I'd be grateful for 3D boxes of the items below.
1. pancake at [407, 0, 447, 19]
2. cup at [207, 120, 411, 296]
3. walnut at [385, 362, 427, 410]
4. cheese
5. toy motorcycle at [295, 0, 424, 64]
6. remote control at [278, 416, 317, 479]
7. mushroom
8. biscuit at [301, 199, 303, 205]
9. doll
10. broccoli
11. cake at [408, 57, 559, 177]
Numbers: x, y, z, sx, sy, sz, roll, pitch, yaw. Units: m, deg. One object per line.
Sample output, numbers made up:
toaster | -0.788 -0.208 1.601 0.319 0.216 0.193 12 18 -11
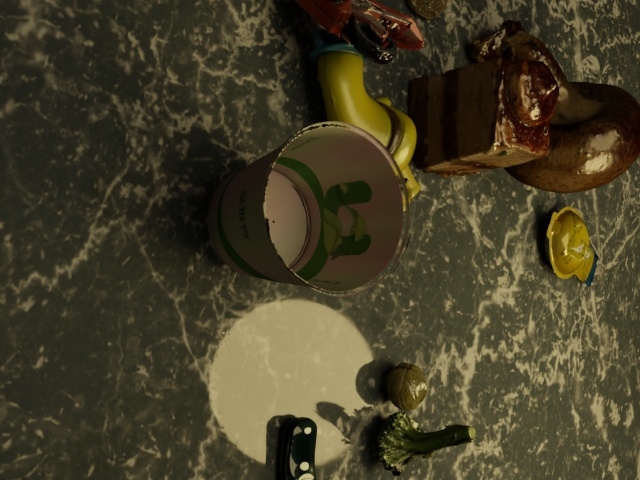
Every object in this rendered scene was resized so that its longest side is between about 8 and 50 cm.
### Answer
pancake | 0.216 -0.517 1.898 0.151 0.025 0.152 1 88 -45
cup | -0.037 -0.036 1.453 0.253 0.274 0.253 4 83 -32
walnut | 0.165 0.281 1.815 0.092 0.092 0.092 0 90 -45
cheese | 0.606 0.022 2.259 0.270 0.069 0.177 37 66 -42
toy motorcycle | 0.035 -0.412 1.597 0.298 0.089 0.171 44 33 11
remote control | -0.038 0.419 1.636 0.072 0.042 0.222 5 87 -47
mushroom | 0.526 -0.285 2.022 0.331 0.334 0.356 -9 106 -45
biscuit | 0.000 0.000 1.677 0.192 0.036 0.186 41 65 -37
doll | 0.078 -0.214 1.681 0.363 0.145 0.199 60 38 -22
broccoli | 0.200 0.374 1.766 0.118 0.204 0.122 -38 107 -54
cake | 0.336 -0.237 1.834 0.196 0.293 0.199 6 82 -44
